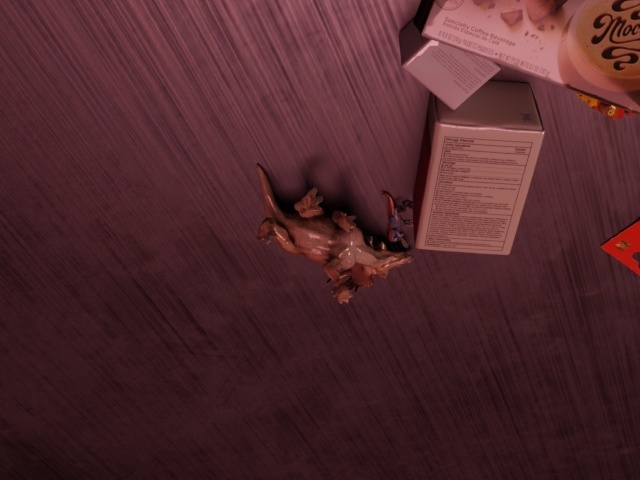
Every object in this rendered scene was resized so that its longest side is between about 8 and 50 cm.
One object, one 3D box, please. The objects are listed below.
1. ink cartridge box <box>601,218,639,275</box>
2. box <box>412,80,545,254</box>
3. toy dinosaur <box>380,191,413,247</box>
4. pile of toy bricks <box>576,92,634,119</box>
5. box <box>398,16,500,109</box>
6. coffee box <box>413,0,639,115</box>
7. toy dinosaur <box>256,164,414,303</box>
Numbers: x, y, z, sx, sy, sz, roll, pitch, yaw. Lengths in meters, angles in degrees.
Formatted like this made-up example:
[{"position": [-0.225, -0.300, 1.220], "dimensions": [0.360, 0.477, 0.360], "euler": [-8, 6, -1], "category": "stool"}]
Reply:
[{"position": [0.616, 0.003, 1.261], "dimensions": [0.189, 0.066, 0.232], "euler": [31, 123, -22], "category": "ink cartridge box"}, {"position": [0.223, -0.106, 1.140], "dimensions": [0.148, 0.127, 0.232], "euler": [5, 132, 0], "category": "box"}, {"position": [0.127, -0.033, 1.287], "dimensions": [0.090, 0.047, 0.082], "euler": [45, 138, 9], "category": "toy dinosaur"}, {"position": [0.351, -0.250, 0.998], "dimensions": [0.105, 0.118, 0.212], "euler": [-14, 129, -9], "category": "pile of toy bricks"}, {"position": [0.170, -0.253, 1.029], "dimensions": [0.101, 0.102, 0.087], "euler": [34, 123, -24], "category": "box"}, {"position": [0.275, -0.271, 0.882], "dimensions": [0.297, 0.119, 0.168], "euler": [19, 112, -5], "category": "coffee box"}, {"position": [0.000, 0.000, 1.270], "dimensions": [0.295, 0.200, 0.127], "euler": [33, 90, 4], "category": "toy dinosaur"}]
